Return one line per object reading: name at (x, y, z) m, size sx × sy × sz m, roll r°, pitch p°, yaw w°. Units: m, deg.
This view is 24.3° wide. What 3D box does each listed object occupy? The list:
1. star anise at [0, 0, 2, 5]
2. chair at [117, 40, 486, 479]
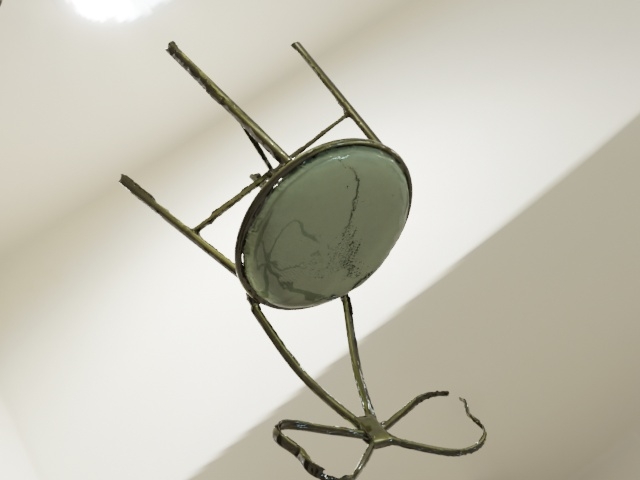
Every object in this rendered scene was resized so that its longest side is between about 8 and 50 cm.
star anise at (-0.153, -0.160, 0.674) m, size 0.053 × 0.157 × 0.212 m, roll 20°, pitch -90°, yaw -7°
chair at (0.000, 0.000, 1.064) m, size 0.160 × 0.326 × 0.170 m, roll -3°, pitch -53°, yaw -37°
